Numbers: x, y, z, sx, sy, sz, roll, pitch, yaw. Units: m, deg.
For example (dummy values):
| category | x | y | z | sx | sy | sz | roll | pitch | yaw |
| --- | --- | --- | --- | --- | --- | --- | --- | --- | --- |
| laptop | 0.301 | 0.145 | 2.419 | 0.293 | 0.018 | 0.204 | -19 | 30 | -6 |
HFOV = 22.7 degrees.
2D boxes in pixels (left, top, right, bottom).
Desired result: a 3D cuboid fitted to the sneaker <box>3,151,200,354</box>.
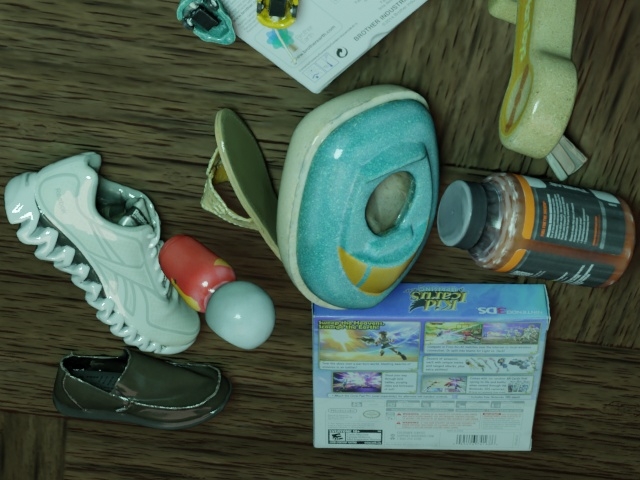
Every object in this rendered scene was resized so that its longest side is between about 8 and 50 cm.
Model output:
| category | x | y | z | sx | sy | sz | roll | pitch | yaw |
| --- | --- | --- | --- | --- | --- | --- | --- | --- | --- |
| sneaker | -0.212 | 0.018 | 1.739 | 0.118 | 0.110 | 0.292 | -30 | 128 | 16 |

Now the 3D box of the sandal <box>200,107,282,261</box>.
| category | x | y | z | sx | sy | sz | roll | pitch | yaw |
| --- | --- | --- | --- | --- | --- | --- | --- | --- | --- |
| sandal | -0.086 | -0.040 | 1.688 | 0.079 | 0.088 | 0.240 | -12 | 140 | 22 |

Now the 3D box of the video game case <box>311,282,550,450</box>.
| category | x | y | z | sx | sy | sz | roll | pitch | yaw |
| --- | --- | --- | --- | --- | --- | --- | --- | --- | --- |
| video game case | 0.124 | 0.151 | 1.883 | 0.269 | 0.061 | 0.244 | 1 | 136 | 1 |

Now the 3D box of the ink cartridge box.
| category | x | y | z | sx | sy | sz | roll | pitch | yaw |
| --- | --- | --- | --- | --- | --- | --- | --- | --- | --- |
| ink cartridge box | -0.054 | -0.283 | 1.461 | 0.311 | 0.065 | 0.186 | 33 | 127 | -30 |

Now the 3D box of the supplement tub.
| category | x | y | z | sx | sy | sz | roll | pitch | yaw |
| --- | --- | --- | --- | --- | --- | --- | --- | --- | --- |
| supplement tub | 0.224 | -0.013 | 1.666 | 0.197 | 0.106 | 0.106 | 10 | 135 | -24 |

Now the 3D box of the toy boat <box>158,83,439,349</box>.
| category | x | y | z | sx | sy | sz | roll | pitch | yaw |
| --- | --- | --- | --- | --- | --- | --- | --- | --- | --- |
| toy boat | 0.000 | 0.000 | 1.595 | 0.318 | 0.148 | 0.267 | -27 | 138 | -26 |

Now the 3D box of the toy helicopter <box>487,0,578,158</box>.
| category | x | y | z | sx | sy | sz | roll | pitch | yaw |
| --- | --- | --- | --- | --- | --- | --- | --- | --- | --- |
| toy helicopter | 0.198 | -0.231 | 1.300 | 0.140 | 0.355 | 0.235 | 17 | 150 | -14 |

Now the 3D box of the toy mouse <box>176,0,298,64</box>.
| category | x | y | z | sx | sy | sz | roll | pitch | yaw |
| --- | --- | --- | --- | --- | --- | --- | --- | --- | --- |
| toy mouse | -0.091 | -0.234 | 1.448 | 0.143 | 0.031 | 0.161 | 2 | 135 | -1 |

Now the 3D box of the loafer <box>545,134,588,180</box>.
| category | x | y | z | sx | sy | sz | roll | pitch | yaw |
| --- | --- | --- | --- | --- | --- | --- | --- | --- | --- |
| loafer | 0.239 | -0.112 | 1.640 | 0.039 | 0.045 | 0.125 | -31 | 135 | 7 |

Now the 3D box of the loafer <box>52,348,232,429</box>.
| category | x | y | z | sx | sy | sz | roll | pitch | yaw |
| --- | --- | --- | --- | --- | --- | --- | --- | --- | --- |
| loafer | -0.216 | 0.173 | 1.901 | 0.220 | 0.080 | 0.078 | -1 | 135 | 3 |
